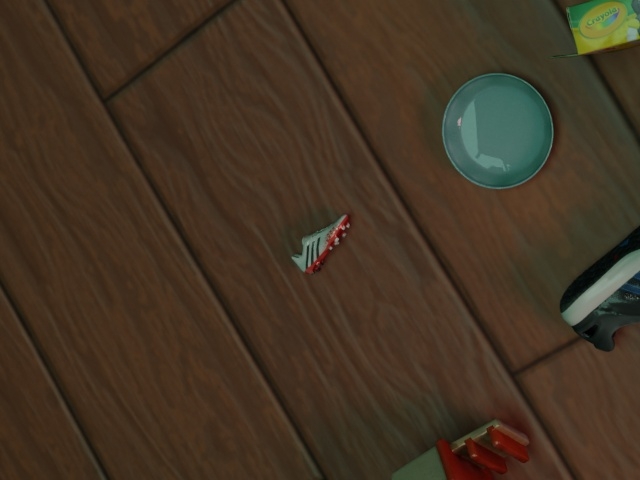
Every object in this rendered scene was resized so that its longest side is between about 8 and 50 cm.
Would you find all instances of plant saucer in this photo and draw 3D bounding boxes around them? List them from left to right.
[{"bbox_3d":[0.185,-0.113,1.782,0.119,0.021,0.119,4,100,23],"label":"plant saucer"}]

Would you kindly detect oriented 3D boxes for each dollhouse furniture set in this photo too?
[{"bbox_3d":[0.171,0.326,1.739,0.135,0.262,0.259,-30,54,22],"label":"dollhouse furniture set"}]

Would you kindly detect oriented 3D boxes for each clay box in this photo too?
[{"bbox_3d":[0.331,-0.220,1.645,0.222,0.127,0.053,-12,92,24],"label":"clay box"}]

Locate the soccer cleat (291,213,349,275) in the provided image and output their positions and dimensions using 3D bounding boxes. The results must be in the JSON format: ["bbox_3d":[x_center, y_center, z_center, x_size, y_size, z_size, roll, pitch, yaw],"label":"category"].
[{"bbox_3d":[0.000,0.000,1.875,0.035,0.029,0.083,40,115,9],"label":"soccer cleat"}]

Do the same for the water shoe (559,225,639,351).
[{"bbox_3d":[0.334,0.031,1.723,0.080,0.073,0.203,45,118,-12],"label":"water shoe"}]
